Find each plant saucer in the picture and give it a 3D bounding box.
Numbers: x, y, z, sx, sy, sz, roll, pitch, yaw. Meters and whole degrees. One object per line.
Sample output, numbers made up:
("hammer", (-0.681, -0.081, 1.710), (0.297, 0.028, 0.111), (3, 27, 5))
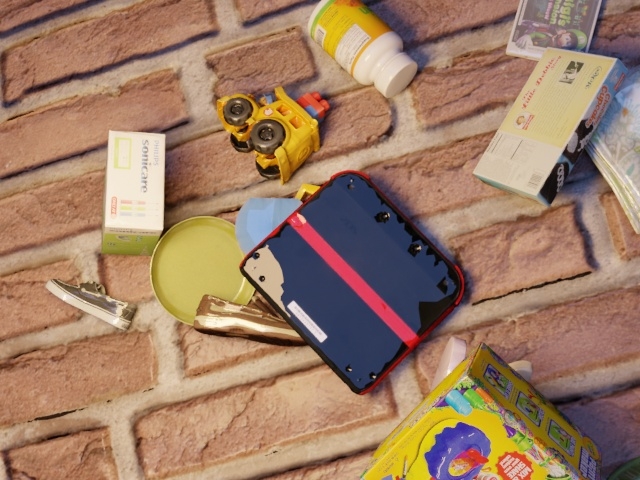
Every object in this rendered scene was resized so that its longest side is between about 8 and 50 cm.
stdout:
("plant saucer", (-0.256, 0.067, 1.836), (0.241, 0.037, 0.241), (0, 91, -21))

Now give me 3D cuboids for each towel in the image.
("towel", (0.739, -0.221, 1.714), (0.374, 0.090, 0.320), (-30, 74, 4))

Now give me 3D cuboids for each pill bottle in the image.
("pill bottle", (0.098, -0.436, 1.873), (0.136, 0.136, 0.245), (-44, 73, 0))

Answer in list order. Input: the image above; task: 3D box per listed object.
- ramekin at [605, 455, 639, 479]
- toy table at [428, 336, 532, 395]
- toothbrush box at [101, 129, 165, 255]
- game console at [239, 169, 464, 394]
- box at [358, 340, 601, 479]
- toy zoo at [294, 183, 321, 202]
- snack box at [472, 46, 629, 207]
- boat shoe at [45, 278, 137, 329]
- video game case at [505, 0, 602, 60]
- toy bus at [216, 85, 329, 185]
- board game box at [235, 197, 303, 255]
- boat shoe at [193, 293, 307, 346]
("ramekin", (0.657, 0.544, 1.526), (0.303, 0.148, 0.303), (-3, 77, 11))
("toy table", (0.297, 0.318, 1.623), (0.161, 0.274, 0.252), (14, 47, 4))
("toothbrush box", (-0.409, -0.094, 1.818), (0.122, 0.283, 0.206), (3, 78, -17))
("game console", (0.074, 0.076, 1.765), (0.342, 0.060, 0.386), (-44, 83, -3))
("box", (0.273, 0.386, 1.431), (0.279, 0.177, 0.290), (41, 112, 6))
("toy zoo", (0.000, 0.000, 1.844), (0.192, 0.030, 0.293), (24, 79, 16))
("snack box", (0.472, -0.241, 1.733), (0.187, 0.060, 0.322), (30, 89, 51))
("boat shoe", (-0.521, 0.129, 1.913), (0.219, 0.078, 0.070), (25, 84, 8))
("video game case", (0.519, -0.484, 1.854), (0.173, 0.022, 0.190), (15, 81, 14))
("toy bus", (-0.094, -0.270, 1.883), (0.211, 0.149, 0.220), (-42, 70, -13))
("board game box", (-0.102, -0.025, 1.837), (0.169, 0.033, 0.133), (1, 80, 13))
("boat shoe", (-0.138, 0.163, 1.793), (0.257, 0.095, 0.095), (10, 71, -6))
